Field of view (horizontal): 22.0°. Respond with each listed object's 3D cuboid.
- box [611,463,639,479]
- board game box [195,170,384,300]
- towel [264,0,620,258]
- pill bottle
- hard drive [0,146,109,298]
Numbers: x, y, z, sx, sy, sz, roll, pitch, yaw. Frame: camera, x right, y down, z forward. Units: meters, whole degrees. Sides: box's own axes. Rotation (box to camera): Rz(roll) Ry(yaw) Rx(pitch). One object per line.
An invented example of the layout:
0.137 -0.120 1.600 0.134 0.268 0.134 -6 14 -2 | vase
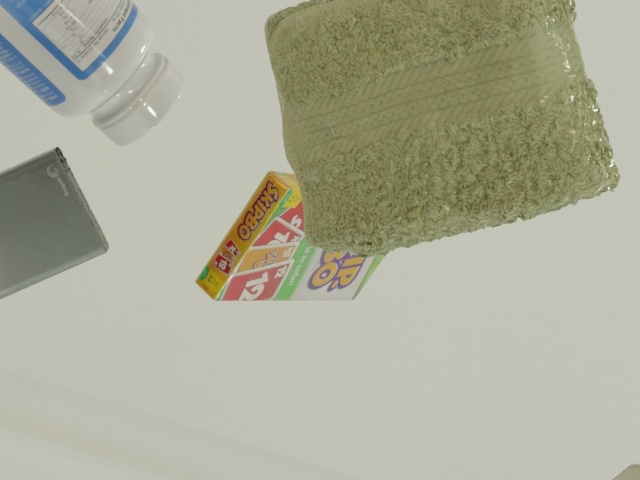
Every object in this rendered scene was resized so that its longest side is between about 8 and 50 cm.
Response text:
0.351 0.370 1.503 0.121 0.311 0.148 -33 -170 -20 | box
0.000 0.000 1.510 0.124 0.039 0.259 -55 156 18 | board game box
0.041 -0.052 0.635 0.027 0.148 0.110 -21 97 -49 | towel
-0.230 -0.189 1.479 0.124 0.221 0.124 -35 -153 21 | pill bottle
-0.253 -0.007 1.342 0.022 0.135 0.094 -86 151 -74 | hard drive
